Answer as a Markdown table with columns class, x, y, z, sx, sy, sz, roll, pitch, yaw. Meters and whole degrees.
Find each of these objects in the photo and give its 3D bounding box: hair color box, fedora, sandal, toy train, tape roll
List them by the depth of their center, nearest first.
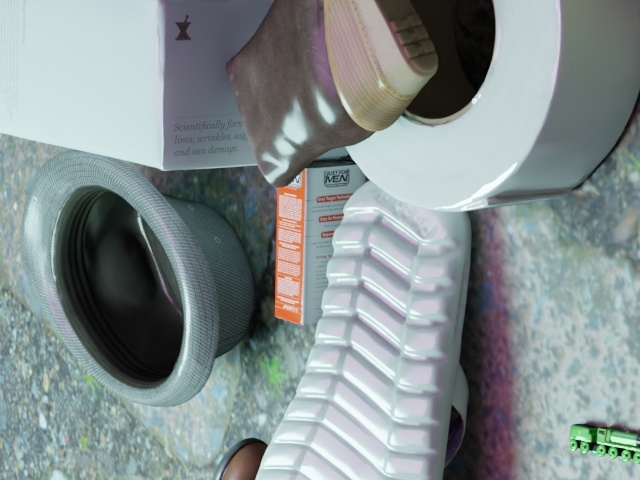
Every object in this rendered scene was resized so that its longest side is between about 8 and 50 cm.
| class | x | y | z | sx | sy | sz | roll | pitch | yaw |
| --- | --- | --- | --- | --- | --- | --- | --- | --- | --- |
| toy train | 0.224 | 0.156 | 1.325 | 0.083 | 0.017 | 0.023 | 4 | 88 | 51 |
| tape roll | 0.118 | -0.165 | 1.339 | 0.286 | 0.100 | 0.286 | 10 | 103 | 50 |
| sandal | 0.058 | 0.148 | 1.475 | 0.169 | 0.102 | 0.416 | 22 | 100 | 32 |
| hair color box | 0.000 | 0.000 | 1.536 | 0.043 | 0.072 | 0.141 | 15 | 106 | 49 |
| fedora | -0.164 | 0.030 | 1.701 | 0.275 | 0.124 | 0.243 | 40 | 128 | 30 |

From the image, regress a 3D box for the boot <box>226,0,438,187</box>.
| class | x | y | z | sx | sy | sz | roll | pitch | yaw |
| --- | --- | --- | --- | --- | --- | --- | --- | --- | --- |
| boot | -0.021 | -0.186 | 1.356 | 0.207 | 0.090 | 0.248 | -31 | 76 | 46 |

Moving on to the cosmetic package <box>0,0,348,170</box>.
| class | x | y | z | sx | sy | sz | roll | pitch | yaw |
| --- | --- | --- | --- | --- | --- | --- | --- | --- | --- |
| cosmetic package | -0.167 | -0.167 | 1.607 | 0.385 | 0.217 | 0.156 | 17 | 108 | 51 |

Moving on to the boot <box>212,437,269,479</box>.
| class | x | y | z | sx | sy | sz | roll | pitch | yaw |
| --- | --- | --- | --- | --- | --- | --- | --- | --- | --- |
| boot | 0.014 | 0.327 | 1.552 | 0.280 | 0.096 | 0.264 | 10 | 103 | 49 |
